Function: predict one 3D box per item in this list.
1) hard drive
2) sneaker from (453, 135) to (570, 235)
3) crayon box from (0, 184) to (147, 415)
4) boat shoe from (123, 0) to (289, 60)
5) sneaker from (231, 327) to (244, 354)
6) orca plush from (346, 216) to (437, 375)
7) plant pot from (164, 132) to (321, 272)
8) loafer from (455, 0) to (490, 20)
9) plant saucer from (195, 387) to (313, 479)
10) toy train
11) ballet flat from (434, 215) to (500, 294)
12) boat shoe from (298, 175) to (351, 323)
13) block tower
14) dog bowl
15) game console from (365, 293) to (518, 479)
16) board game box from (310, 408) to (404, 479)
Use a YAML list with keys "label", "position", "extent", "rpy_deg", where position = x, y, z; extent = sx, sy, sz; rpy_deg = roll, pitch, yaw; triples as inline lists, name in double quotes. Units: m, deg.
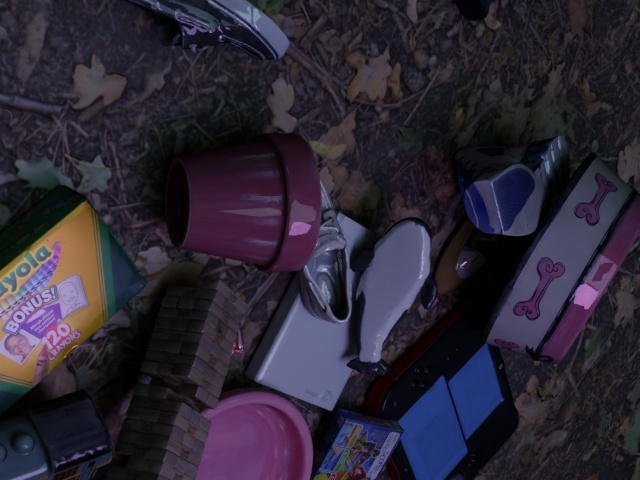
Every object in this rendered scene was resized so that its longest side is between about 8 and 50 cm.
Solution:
- label: "hard drive"
  position: [0.017, 0.123, 1.650]
  extent: [0.203, 0.040, 0.307]
  rpy_deg: [29, 86, -43]
- label: "sneaker"
  position: [0.302, -0.092, 1.695]
  extent: [0.315, 0.182, 0.127]
  rpy_deg: [-32, 114, -51]
- label: "crayon box"
  position: [-0.384, 0.080, 1.264]
  extent: [0.278, 0.081, 0.165]
  rpy_deg: [-43, 129, -19]
- label: "boat shoe"
  position: [-0.174, -0.298, 1.281]
  extent: [0.301, 0.108, 0.102]
  rpy_deg: [26, 89, -40]
- label: "sneaker"
  position: [-0.162, 0.181, 1.517]
  extent: [0.067, 0.042, 0.118]
  rpy_deg: [32, 83, -39]
- label: "orca plush"
  position: [0.131, 0.088, 1.640]
  extent: [0.102, 0.151, 0.287]
  rpy_deg: [-34, 129, -66]
- label: "plant pot"
  position: [-0.118, -0.054, 1.377]
  extent: [0.180, 0.201, 0.201]
  rpy_deg: [0, 107, -24]
- label: "loafer"
  position: [0.237, -0.447, 1.612]
  extent: [0.170, 0.062, 0.061]
  rpy_deg: [55, 48, -42]
- label: "plant saucer"
  position: [-0.163, 0.386, 1.568]
  extent: [0.332, 0.084, 0.332]
  rpy_deg: [-16, 117, -35]
- label: "toy train"
  position: [-0.423, 0.305, 1.240]
  extent: [0.334, 0.142, 0.190]
  rpy_deg: [-13, 149, -38]
- label: "ballet flat"
  position: [0.289, 0.003, 1.811]
  extent: [0.080, 0.073, 0.232]
  rpy_deg: [30, 87, -42]
- label: "boat shoe"
  position: [0.000, 0.000, 1.518]
  extent: [0.098, 0.096, 0.277]
  rpy_deg: [-22, 105, -17]
- label: "block tower"
  position: [-0.206, 0.222, 1.379]
  extent: [0.091, 0.097, 0.335]
  rpy_deg: [49, 51, -53]
- label: "dog bowl"
  position: [0.462, 0.050, 1.795]
  extent: [0.408, 0.150, 0.408]
  rpy_deg: [-52, 163, -23]
- label: "game console"
  position: [0.256, 0.343, 1.924]
  extent: [0.342, 0.060, 0.386]
  rpy_deg: [-37, 127, -23]
- label: "board game box"
  position: [0.048, 0.405, 1.744]
  extent: [0.136, 0.035, 0.201]
  rpy_deg: [19, 106, -32]
